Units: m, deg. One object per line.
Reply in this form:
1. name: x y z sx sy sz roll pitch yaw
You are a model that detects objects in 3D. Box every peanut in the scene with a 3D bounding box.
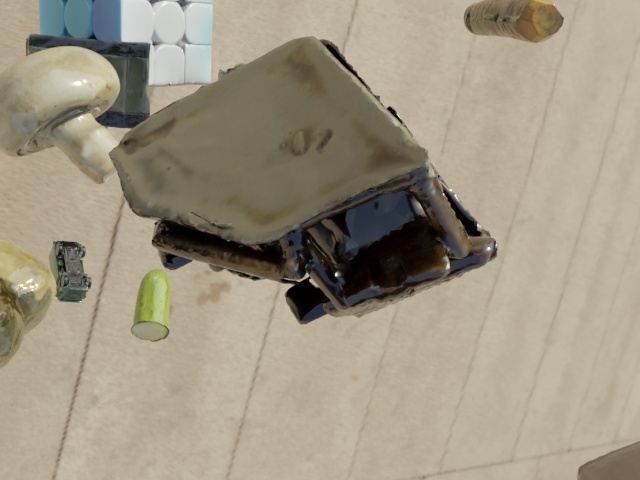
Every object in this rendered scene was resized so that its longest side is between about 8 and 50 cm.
1. peanut: -0.382 0.074 0.944 0.137 0.253 0.122 -28 108 7

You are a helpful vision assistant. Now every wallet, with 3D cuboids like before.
1. wallet: 0.415 0.306 1.021 0.049 0.182 0.229 61 11 -1

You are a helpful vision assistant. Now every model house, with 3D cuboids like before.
1. model house: 0.000 0.000 0.798 0.317 0.297 0.282 -26 135 16

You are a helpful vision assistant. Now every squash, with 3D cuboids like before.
1. squash: -0.425 0.155 2.082 0.095 0.095 0.188 47 30 -44

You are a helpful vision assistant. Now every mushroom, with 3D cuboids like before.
1. mushroom: -0.382 -0.186 1.216 0.206 0.206 0.209 -52 126 -19

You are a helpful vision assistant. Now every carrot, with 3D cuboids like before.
1. carrot: 0.289 -0.340 1.258 0.070 0.260 0.070 -3 105 -12

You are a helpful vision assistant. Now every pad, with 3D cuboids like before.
1. pad: -0.445 -0.303 1.578 0.233 0.022 0.174 1 105 -10

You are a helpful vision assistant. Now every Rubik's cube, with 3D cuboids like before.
1. Rubik's cube: -0.450 -0.513 1.911 0.291 0.291 0.290 -16 114 -52

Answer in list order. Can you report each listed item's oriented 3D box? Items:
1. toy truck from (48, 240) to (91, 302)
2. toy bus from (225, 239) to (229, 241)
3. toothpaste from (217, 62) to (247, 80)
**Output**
1. toy truck: -0.538 0.066 1.756 0.065 0.147 0.079 6 133 -32
2. toy bus: -0.152 -0.035 1.144 0.123 0.060 0.075 -19 138 -64
3. toothpaste: -0.058 -0.249 1.341 0.047 0.248 0.078 -12 114 -66
